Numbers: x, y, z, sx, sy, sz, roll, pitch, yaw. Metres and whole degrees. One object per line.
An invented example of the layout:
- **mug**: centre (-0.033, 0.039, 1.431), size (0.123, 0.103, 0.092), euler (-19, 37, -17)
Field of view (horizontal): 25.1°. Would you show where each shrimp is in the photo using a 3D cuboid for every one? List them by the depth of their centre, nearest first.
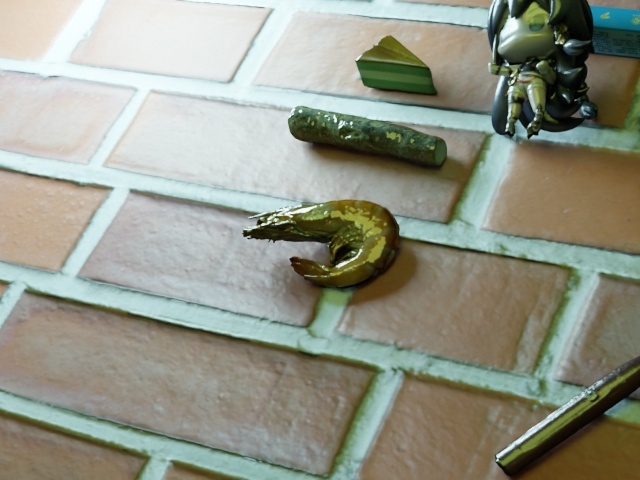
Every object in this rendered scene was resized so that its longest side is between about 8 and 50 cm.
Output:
- **shrimp**: centre (0.000, 0.000, 2.185), size (0.249, 0.068, 0.150), euler (5, 61, 21)

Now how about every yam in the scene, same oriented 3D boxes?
- **yam**: centre (0.073, -0.167, 2.291), size (0.274, 0.061, 0.061), euler (14, 60, 31)

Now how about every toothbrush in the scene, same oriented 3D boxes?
- **toothbrush**: centre (0.381, 0.193, 1.871), size (0.364, 0.041, 0.041), euler (-34, 48, -3)

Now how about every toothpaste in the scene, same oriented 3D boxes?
- **toothpaste**: centre (0.463, -0.326, 2.249), size (0.267, 0.065, 0.050), euler (11, 55, 31)

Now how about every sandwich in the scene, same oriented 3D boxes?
- **sandwich**: centre (0.123, -0.266, 2.339), size (0.074, 0.074, 0.116), euler (-36, 49, -10)

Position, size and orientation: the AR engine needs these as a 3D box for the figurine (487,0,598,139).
- **figurine**: centre (0.333, -0.272, 2.167), size (0.175, 0.197, 0.265), euler (4, 87, 17)
